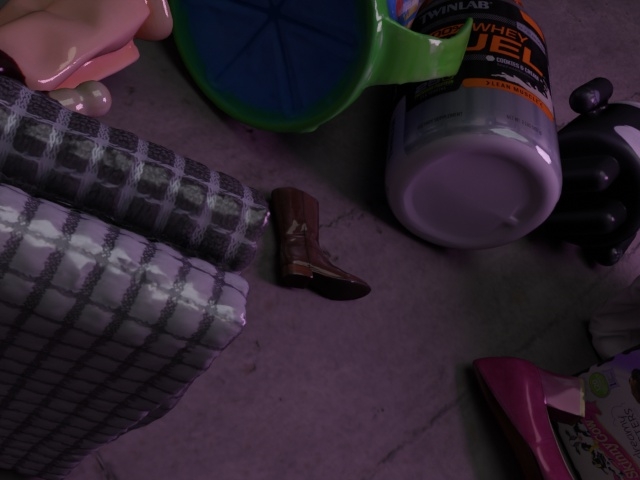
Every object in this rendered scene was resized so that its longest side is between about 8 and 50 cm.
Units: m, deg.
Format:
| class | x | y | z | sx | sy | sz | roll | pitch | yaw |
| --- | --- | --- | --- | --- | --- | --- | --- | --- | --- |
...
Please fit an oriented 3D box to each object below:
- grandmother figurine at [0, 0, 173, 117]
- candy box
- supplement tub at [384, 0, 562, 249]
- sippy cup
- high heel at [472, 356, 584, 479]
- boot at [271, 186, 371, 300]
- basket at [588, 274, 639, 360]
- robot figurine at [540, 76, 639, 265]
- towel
| class | x | y | z | sx | sy | sz | roll | pitch | yaw |
| --- | --- | --- | --- | --- | --- | --- | --- | --- | --- |
| grandmother figurine | -0.256 | -0.124 | 0.593 | 0.207 | 0.104 | 0.342 | 14 | 43 | 27 |
| candy box | 0.355 | 0.195 | 0.797 | 0.070 | 0.196 | 0.165 | -3 | 63 | -41 |
| supplement tub | 0.180 | -0.162 | 0.913 | 0.193 | 0.193 | 0.316 | 27 | 47 | -22 |
| sippy cup | -0.004 | -0.256 | 0.811 | 0.306 | 0.240 | 0.224 | 53 | 37 | -3 |
| high heel | 0.200 | 0.232 | 0.754 | 0.117 | 0.082 | 0.244 | 11 | 63 | 2 |
| boot | 0.000 | 0.000 | 0.770 | 0.106 | 0.037 | 0.114 | 18 | 46 | -32 |
| basket | 0.553 | 0.146 | 0.858 | 0.266 | 0.328 | 0.332 | -8 | 64 | -26 |
| robot figurine | 0.393 | -0.094 | 1.057 | 0.173 | 0.209 | 0.278 | 36 | 40 | 19 |
| towel | -0.189 | 0.025 | 0.414 | 0.234 | 0.283 | 0.121 | 22 | 52 | -22 |
